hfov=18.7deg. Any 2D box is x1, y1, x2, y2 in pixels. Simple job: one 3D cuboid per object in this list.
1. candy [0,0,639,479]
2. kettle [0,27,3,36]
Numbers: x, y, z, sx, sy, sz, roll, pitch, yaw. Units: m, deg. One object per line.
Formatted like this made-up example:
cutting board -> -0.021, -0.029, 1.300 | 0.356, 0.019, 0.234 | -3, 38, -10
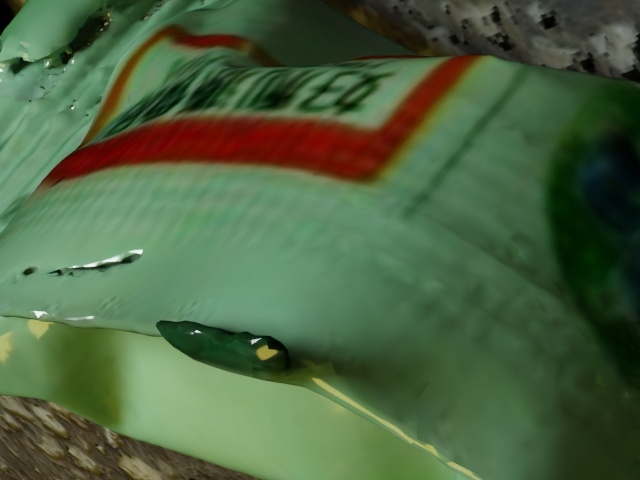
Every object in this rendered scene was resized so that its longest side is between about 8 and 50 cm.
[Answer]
candy -> 0.001, 0.004, 0.695 | 0.398, 0.263, 0.172 | 19, 139, 35
kettle -> -0.305, -0.098, 1.031 | 0.268, 0.207, 0.290 | 16, 148, -18
